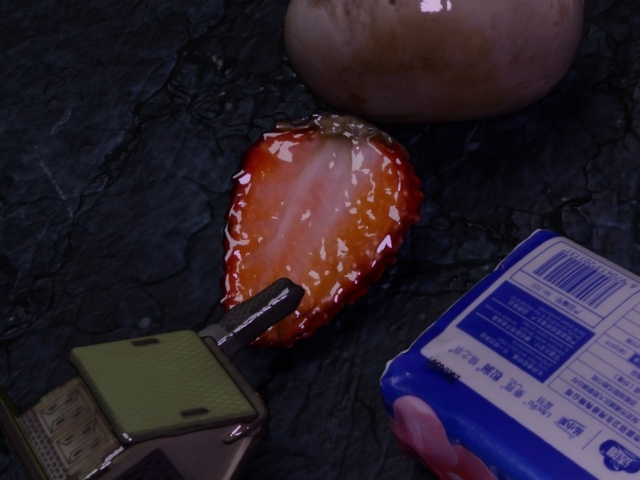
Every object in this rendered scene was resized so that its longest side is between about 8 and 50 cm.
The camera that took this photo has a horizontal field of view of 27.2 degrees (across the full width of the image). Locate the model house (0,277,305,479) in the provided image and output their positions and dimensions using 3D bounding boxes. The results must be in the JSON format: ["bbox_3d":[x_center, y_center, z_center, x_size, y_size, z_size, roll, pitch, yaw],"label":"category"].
[{"bbox_3d":[-0.101,0.143,1.075,0.278,0.205,0.218,-33,45,-10],"label":"model house"}]

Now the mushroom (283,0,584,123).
[{"bbox_3d":[0.104,-0.257,1.264,0.292,0.292,0.290,1,94,25],"label":"mushroom"}]

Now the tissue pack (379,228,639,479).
[{"bbox_3d":[0.207,0.134,0.992,0.209,0.137,0.269,-42,43,-16],"label":"tissue pack"}]

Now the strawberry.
[{"bbox_3d":[0.000,0.000,1.243,0.190,0.111,0.237,24,86,27],"label":"strawberry"}]
